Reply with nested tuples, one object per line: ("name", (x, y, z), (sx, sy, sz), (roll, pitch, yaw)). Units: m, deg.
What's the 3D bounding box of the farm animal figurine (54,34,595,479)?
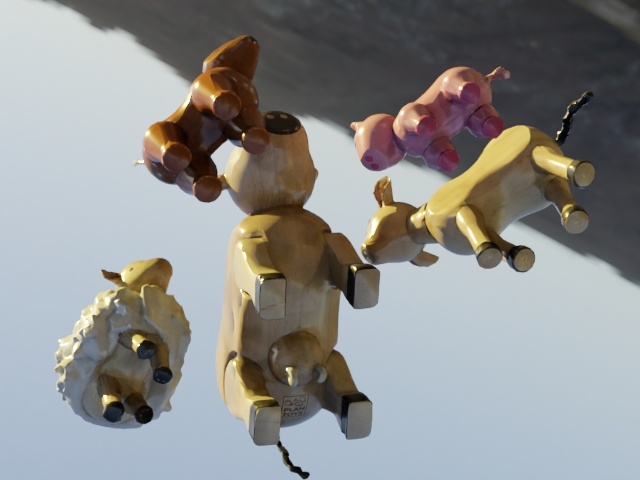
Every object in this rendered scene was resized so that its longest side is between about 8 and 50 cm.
("farm animal figurine", (0.000, 0.000, 1.205), (0.330, 0.326, 0.172), (14, -166, -23))
